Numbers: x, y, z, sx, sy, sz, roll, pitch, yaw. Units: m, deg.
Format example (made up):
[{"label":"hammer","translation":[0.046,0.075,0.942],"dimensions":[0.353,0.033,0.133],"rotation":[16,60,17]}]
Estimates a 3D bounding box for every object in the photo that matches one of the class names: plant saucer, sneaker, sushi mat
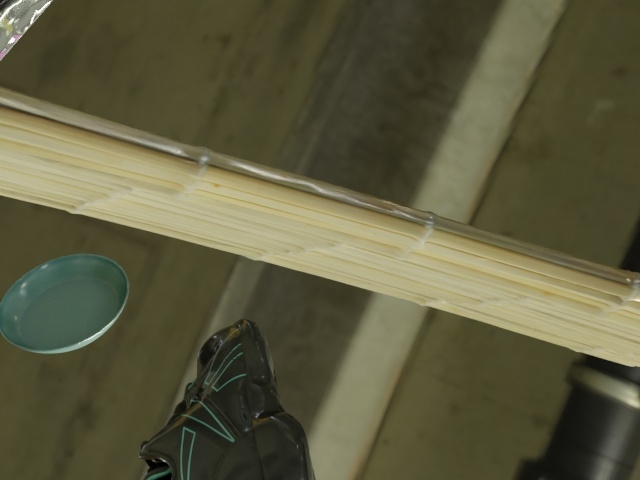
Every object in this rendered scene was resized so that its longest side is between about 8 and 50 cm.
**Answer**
[{"label":"plant saucer","translation":[-0.221,0.059,1.430],"dimensions":[0.119,0.021,0.119],"rotation":[-9,-139,8]},{"label":"sneaker","translation":[-0.069,0.125,1.060],"dimensions":[0.267,0.106,0.101],"rotation":[-121,-163,-73]},{"label":"sushi mat","translation":[0.000,0.000,0.508],"dimensions":[0.151,0.316,0.019],"rotation":[176,-72,-71]}]

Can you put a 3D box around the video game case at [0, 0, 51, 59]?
[{"label":"video game case","translation":[-0.264,-0.180,0.982],"dimensions":[0.232,0.042,0.210],"rotation":[37,-97,25]}]
